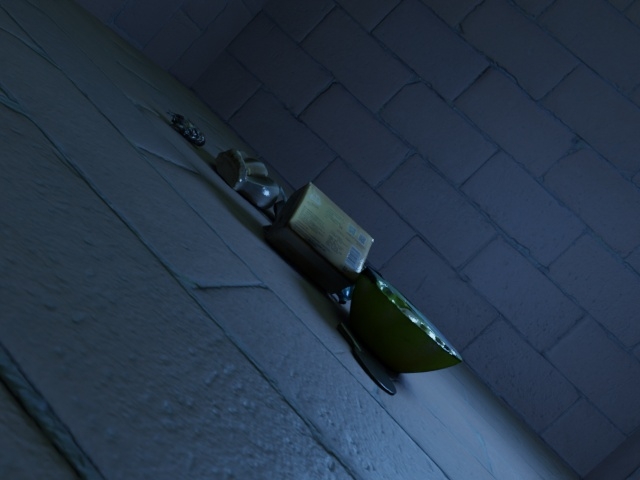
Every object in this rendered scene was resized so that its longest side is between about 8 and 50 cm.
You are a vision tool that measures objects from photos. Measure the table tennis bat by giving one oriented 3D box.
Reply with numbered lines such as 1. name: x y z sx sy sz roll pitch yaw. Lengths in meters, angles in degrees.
1. table tennis bat: 0.116 0.302 1.386 0.234 0.022 0.131 51 9 34

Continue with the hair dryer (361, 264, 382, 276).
1. hair dryer: 0.229 0.207 2.253 0.196 0.078 0.248 27 24 -53

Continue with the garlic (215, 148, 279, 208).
1. garlic: -0.271 -0.240 2.075 0.279 0.132 0.325 55 12 9

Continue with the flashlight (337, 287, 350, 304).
1. flashlight: 0.082 0.157 1.813 0.051 0.051 0.129 41 41 -35

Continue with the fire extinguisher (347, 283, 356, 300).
1. fire extinguisher: 0.054 0.105 2.003 0.118 0.093 0.294 38 8 -34

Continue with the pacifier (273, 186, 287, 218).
1. pacifier: -0.072 -0.112 2.129 0.227 0.207 0.279 63 1 -29

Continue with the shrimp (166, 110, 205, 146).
1. shrimp: -0.505 -0.421 2.021 0.190 0.075 0.073 48 33 -43

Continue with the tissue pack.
1. tissue pack: -0.022 0.006 1.759 0.305 0.238 0.238 41 6 -20

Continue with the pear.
1. pear: 0.222 0.269 1.622 0.399 0.165 0.399 44 6 -5
